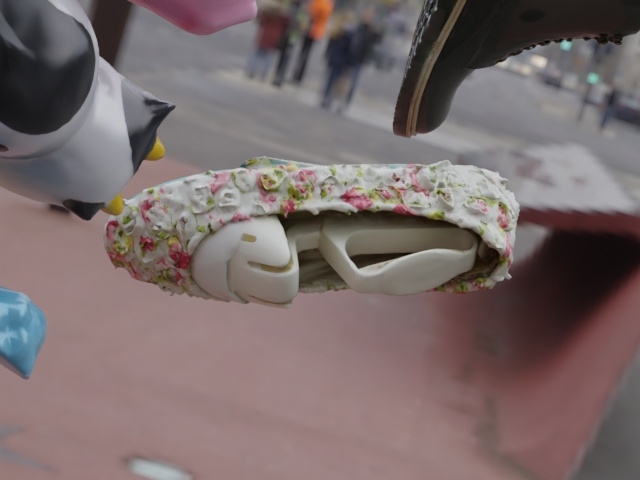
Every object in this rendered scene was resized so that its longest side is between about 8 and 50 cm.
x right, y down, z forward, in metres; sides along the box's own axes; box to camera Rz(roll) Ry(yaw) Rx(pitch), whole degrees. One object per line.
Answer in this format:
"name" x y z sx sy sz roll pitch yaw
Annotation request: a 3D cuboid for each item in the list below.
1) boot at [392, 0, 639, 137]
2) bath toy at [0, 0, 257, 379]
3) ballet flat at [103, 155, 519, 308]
"boot" 0.130 -0.126 1.200 0.137 0.198 0.077 17 47 -3
"bath toy" -0.071 -0.121 0.778 0.129 0.348 0.151 33 -6 1
"ballet flat" 0.000 0.000 1.080 0.241 0.091 0.077 -6 41 -8
